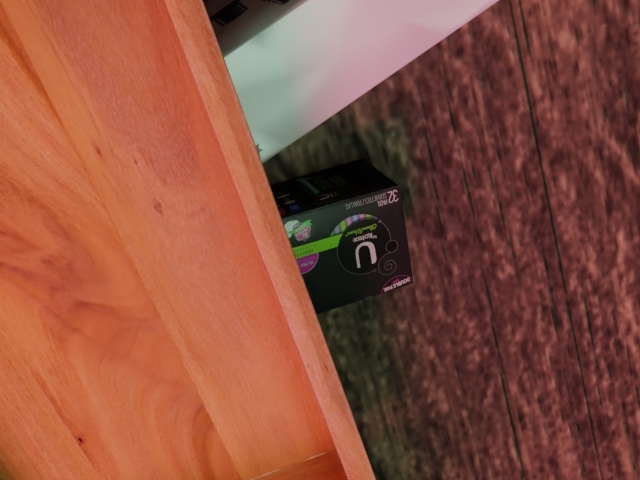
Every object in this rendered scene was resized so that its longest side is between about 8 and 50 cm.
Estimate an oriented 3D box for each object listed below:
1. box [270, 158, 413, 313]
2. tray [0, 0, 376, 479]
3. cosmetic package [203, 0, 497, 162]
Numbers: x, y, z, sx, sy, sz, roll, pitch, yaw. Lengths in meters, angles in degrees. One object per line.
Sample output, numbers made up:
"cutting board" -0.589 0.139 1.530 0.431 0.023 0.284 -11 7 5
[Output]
"box" 0.000 0.000 0.666 0.083 0.052 0.062 -17 115 -15
"tray" -0.110 0.031 0.542 0.203 0.076 0.411 -20 133 -2
"cosmetic package" 0.037 -0.137 0.599 0.239 0.099 0.060 -35 120 -5
